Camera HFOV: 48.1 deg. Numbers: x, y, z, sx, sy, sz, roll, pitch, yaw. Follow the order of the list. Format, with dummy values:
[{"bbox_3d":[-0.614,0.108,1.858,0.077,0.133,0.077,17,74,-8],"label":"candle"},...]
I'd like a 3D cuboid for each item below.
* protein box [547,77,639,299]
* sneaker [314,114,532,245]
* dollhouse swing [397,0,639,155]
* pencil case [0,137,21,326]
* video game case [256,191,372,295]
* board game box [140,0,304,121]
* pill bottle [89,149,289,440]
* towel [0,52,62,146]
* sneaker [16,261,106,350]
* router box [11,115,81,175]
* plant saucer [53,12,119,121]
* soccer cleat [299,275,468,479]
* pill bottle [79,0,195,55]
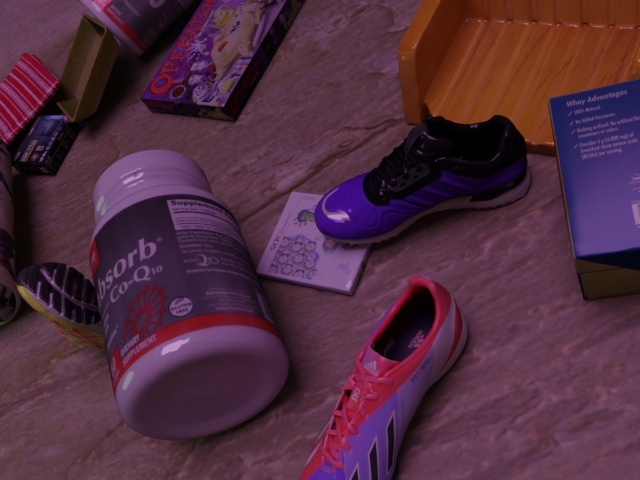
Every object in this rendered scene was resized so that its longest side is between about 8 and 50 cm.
[{"bbox_3d":[0.372,-0.062,0.791,0.200,0.136,0.201,-10,63,20],"label":"protein box"},{"bbox_3d":[0.122,-0.093,0.927,0.294,0.146,0.102,-17,55,6],"label":"sneaker"},{"bbox_3d":[0.276,-0.332,0.925,0.347,0.305,0.315,15,67,32],"label":"dollhouse swing"},{"bbox_3d":[-0.617,-0.034,1.242,0.183,0.160,0.410,-45,48,27],"label":"pencil case"},{"bbox_3d":[0.000,0.000,1.021,0.157,0.019,0.143,9,64,30],"label":"video game case"},{"bbox_3d":[-0.171,-0.377,1.340,0.208,0.056,0.346,9,64,35],"label":"board game box"},{"bbox_3d":[-0.191,0.058,0.953,0.210,0.210,0.362,-30,50,5],"label":"pill bottle"},{"bbox_3d":[-0.659,-0.258,1.479,0.275,0.031,0.199,-48,48,-1],"label":"towel"},{"bbox_3d":[-0.346,0.107,1.007,0.094,0.208,0.081,-26,45,24],"label":"sneaker"},{"bbox_3d":[-0.533,-0.186,1.391,0.092,0.038,0.122,4,61,29],"label":"router box"},{"bbox_3d":[-0.451,-0.332,1.393,0.188,0.045,0.188,39,108,51],"label":"plant saucer"},{"bbox_3d":[0.057,0.183,0.808,0.109,0.116,0.318,24,71,35],"label":"soccer cleat"},{"bbox_3d":[-0.320,-0.518,1.412,0.283,0.161,0.161,-46,51,1],"label":"pill bottle"}]
